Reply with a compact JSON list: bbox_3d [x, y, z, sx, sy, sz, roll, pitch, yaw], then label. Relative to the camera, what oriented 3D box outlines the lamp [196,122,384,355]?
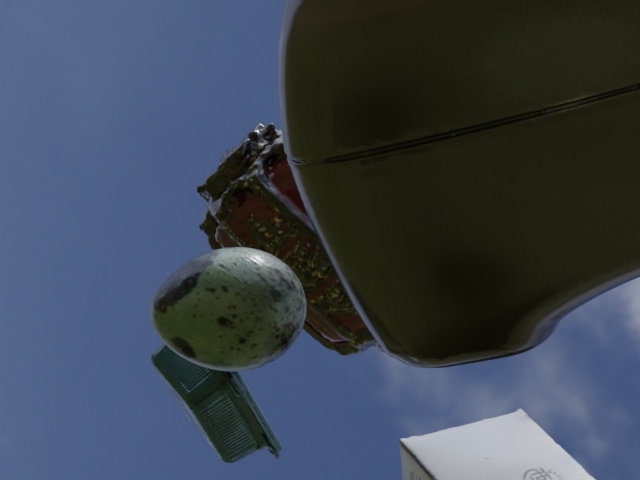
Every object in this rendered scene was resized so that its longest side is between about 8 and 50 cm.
[{"bbox_3d":[0.000,0.000,2.044,0.274,0.177,0.177,40,-42,-6],"label":"lamp"}]

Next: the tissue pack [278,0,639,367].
[{"bbox_3d":[0.168,-0.114,1.056,0.387,0.267,0.277,-16,-71,13],"label":"tissue pack"}]

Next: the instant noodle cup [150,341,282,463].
[{"bbox_3d":[-0.132,0.186,2.319,0.157,0.070,0.179,42,-14,45],"label":"instant noodle cup"}]

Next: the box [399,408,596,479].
[{"bbox_3d":[0.152,0.261,1.339,0.260,0.111,0.194,-138,-141,-60],"label":"box"}]

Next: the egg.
[{"bbox_3d":[-0.063,0.046,1.316,0.110,0.085,0.085,3,-58,21],"label":"egg"}]
